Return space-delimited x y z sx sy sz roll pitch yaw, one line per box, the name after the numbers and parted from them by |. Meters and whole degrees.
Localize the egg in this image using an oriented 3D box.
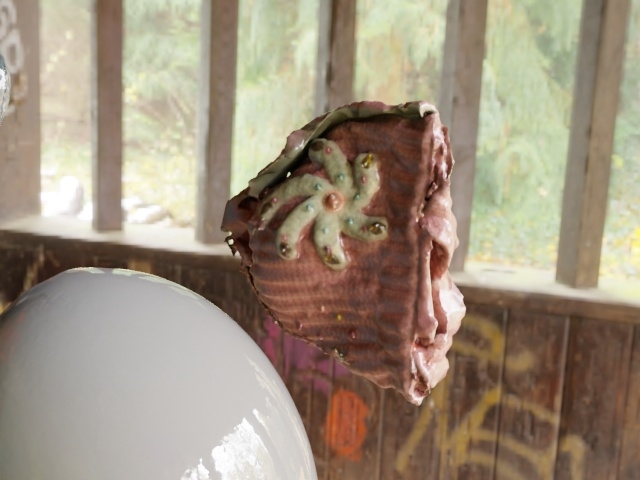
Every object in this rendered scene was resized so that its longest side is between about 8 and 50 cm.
-0.095 0.126 0.563 0.232 0.176 0.176 50 27 9 | egg

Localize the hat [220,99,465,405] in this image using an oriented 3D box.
0.000 0.000 0.863 0.107 0.236 0.286 1 4 -38 | hat

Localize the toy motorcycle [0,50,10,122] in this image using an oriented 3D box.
-0.398 -0.113 0.807 0.341 0.222 0.108 -28 -16 19 | toy motorcycle
